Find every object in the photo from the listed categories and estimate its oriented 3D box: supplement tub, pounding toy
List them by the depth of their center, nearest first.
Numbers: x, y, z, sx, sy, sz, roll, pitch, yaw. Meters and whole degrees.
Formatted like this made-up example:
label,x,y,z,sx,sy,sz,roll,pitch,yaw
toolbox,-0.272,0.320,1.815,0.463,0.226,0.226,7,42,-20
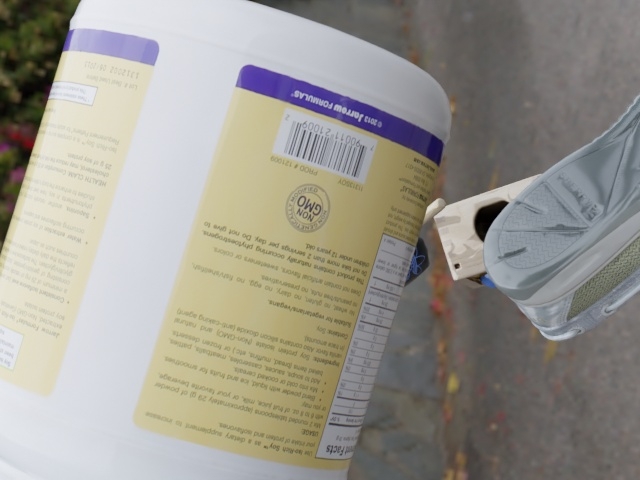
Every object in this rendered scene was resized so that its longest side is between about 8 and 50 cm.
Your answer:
label,x,y,z,sx,sy,sz,roll,pitch,yaw
supplement tub,-0.075,0.034,0.883,0.241,0.241,0.331,179,108,-87
pounding toy,0.163,0.007,1.596,0.181,0.206,0.094,20,-127,-73

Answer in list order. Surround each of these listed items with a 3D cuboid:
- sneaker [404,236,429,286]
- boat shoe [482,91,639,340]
label,x,y,z,sx,sy,sz,roll,pitch,yaw
sneaker,0.000,0.000,1.227,0.232,0.090,0.081,33,140,54
boat shoe,0.269,-0.047,1.054,0.320,0.103,0.118,-39,39,7
